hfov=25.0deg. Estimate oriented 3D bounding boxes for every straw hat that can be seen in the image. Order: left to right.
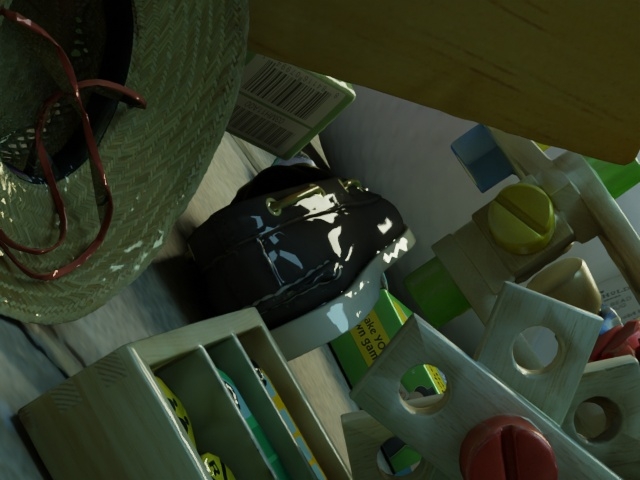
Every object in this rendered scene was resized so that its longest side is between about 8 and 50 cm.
[{"bbox_3d":[-0.086,-0.053,0.420,0.061,0.144,0.144,17,-15,29],"label":"straw hat"}]

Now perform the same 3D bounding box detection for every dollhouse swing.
[{"bbox_3d":[0.039,-0.277,0.564,0.315,0.305,0.347,12,35,-38],"label":"dollhouse swing"}]

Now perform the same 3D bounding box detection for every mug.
[{"bbox_3d":[0.214,-0.041,1.113,0.328,0.374,0.276,-111,-170,-47],"label":"mug"}]

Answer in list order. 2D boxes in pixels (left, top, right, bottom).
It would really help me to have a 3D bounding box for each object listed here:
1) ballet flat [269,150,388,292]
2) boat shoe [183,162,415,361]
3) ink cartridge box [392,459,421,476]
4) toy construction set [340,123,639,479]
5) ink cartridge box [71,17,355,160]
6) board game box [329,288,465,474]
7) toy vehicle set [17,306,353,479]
[{"bbox_3d":[0.000,0.000,0.883,0.114,0.041,0.041,58,9,-9],"label":"ballet flat"},{"bbox_3d":[-0.008,-0.004,0.669,0.068,0.081,0.228,63,11,-6],"label":"boat shoe"},{"bbox_3d":[0.078,0.124,0.724,0.028,0.083,0.048,55,9,-37],"label":"ink cartridge box"},{"bbox_3d":[0.117,0.053,0.591,0.215,0.151,0.327,56,17,-6],"label":"toy construction set"},{"bbox_3d":[-0.088,-0.162,0.683,0.171,0.056,0.235,23,34,-47],"label":"ink cartridge box"},{"bbox_3d":[0.116,0.192,0.851,0.317,0.046,0.213,63,8,20],"label":"board game box"},{"bbox_3d":[0.015,0.147,0.438,0.267,0.035,0.166,60,8,3],"label":"toy vehicle set"}]
